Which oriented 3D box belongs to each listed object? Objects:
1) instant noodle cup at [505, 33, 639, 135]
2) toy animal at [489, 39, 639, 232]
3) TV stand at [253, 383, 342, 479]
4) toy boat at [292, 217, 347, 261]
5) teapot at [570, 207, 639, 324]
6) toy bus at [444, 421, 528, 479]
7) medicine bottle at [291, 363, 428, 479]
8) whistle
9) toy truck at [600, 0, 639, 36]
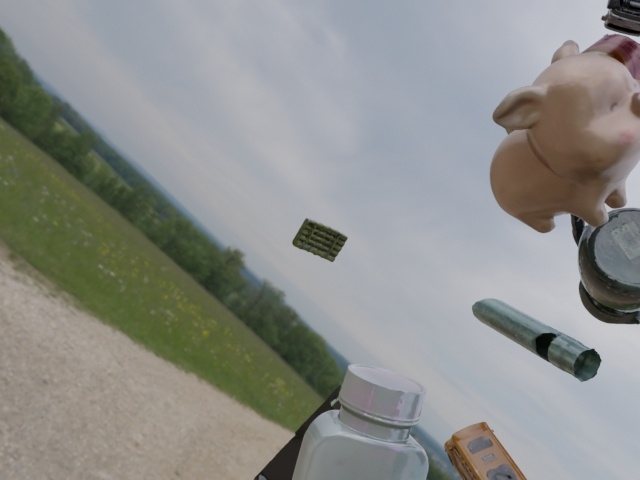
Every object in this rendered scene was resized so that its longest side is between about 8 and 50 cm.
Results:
[{"bbox_3d":[0.525,-0.265,1.427,0.244,0.255,0.244,47,-4,4],"label":"instant noodle cup"},{"bbox_3d":[0.393,-0.153,1.154,0.269,0.237,0.326,53,-31,-9],"label":"toy animal"},{"bbox_3d":[-0.026,0.375,1.332,0.049,0.256,0.040,38,13,-18],"label":"TV stand"},{"bbox_3d":[0.000,0.000,1.390,0.115,0.063,0.016,23,12,-45],"label":"toy boat"},{"bbox_3d":[0.667,0.063,1.675,0.305,0.223,0.285,31,-17,26],"label":"teapot"},{"bbox_3d":[0.265,0.359,1.152,0.194,0.083,0.088,-124,-167,-61],"label":"toy bus"},{"bbox_3d":[0.045,0.315,0.926,0.161,0.296,0.111,13,5,-15],"label":"medicine bottle"},{"bbox_3d":[0.392,0.173,1.347,0.062,0.062,0.312,47,-6,-25],"label":"whistle"},{"bbox_3d":[0.587,-0.481,1.313,0.110,0.216,0.116,17,-3,11],"label":"toy truck"}]
